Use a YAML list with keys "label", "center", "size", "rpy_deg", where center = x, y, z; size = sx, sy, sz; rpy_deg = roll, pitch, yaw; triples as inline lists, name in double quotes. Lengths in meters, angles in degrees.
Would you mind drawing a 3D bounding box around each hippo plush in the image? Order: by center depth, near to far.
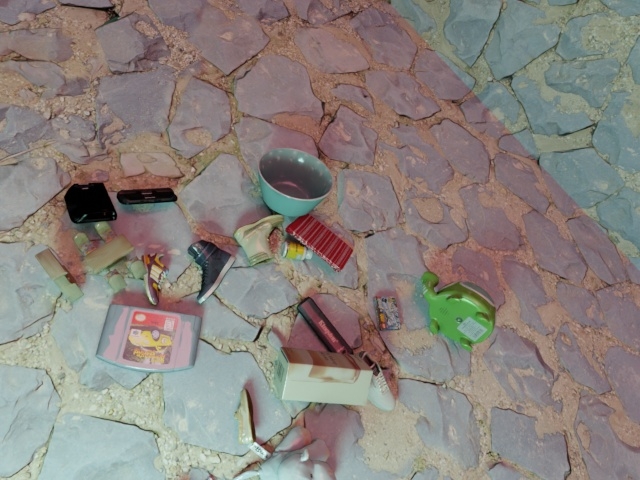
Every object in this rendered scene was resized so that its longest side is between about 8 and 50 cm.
- label: "hippo plush"
  center: [-0.062, 0.666, 1.310]
  size: [0.294, 0.236, 0.234]
  rpy_deg: [30, 57, -6]

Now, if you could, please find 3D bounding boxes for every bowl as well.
- label: "bowl"
  center: [-0.116, -0.216, 1.774]
  size: [0.312, 0.163, 0.311]
  rpy_deg: [12, 46, -12]

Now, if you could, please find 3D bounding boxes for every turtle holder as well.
- label: "turtle holder"
  center: [0.562, 0.275, 1.815]
  size: [0.320, 0.243, 0.227]
  rpy_deg: [11, 32, 28]

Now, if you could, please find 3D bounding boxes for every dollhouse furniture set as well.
- label: "dollhouse furniture set"
  center: [-0.713, 0.056, 1.370]
  size: [0.242, 0.161, 0.212]
  rpy_deg: [-38, 69, -27]

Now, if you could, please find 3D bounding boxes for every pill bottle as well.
- label: "pill bottle"
  center: [-0.092, 0.043, 1.729]
  size: [0.116, 0.065, 0.065]
  rpy_deg: [11, 60, -19]

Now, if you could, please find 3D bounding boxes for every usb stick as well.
- label: "usb stick"
  center: [0.016, 0.333, 1.635]
  size: [0.077, 0.045, 0.278]
  rpy_deg: [-34, 81, -34]

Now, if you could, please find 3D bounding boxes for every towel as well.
- label: "towel"
  center: [0.000, 0.000, 1.777]
  size: [0.275, 0.031, 0.199]
  rpy_deg: [39, 32, -1]

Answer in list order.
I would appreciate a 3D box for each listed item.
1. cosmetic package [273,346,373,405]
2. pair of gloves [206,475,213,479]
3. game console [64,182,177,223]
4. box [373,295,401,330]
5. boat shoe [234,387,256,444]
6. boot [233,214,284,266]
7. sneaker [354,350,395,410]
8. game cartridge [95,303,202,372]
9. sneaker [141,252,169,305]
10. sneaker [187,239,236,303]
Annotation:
- label: "cosmetic package"
  center: [0.006, 0.456, 1.481]
  size: [0.296, 0.153, 0.129]
  rpy_deg: [11, 93, -19]
- label: "pair of gloves"
  center: [-0.342, 0.786, 1.257]
  size: [0.159, 0.023, 0.198]
  rpy_deg: [-29, 79, -32]
- label: "game console"
  center: [-0.684, -0.141, 1.537]
  size: [0.361, 0.044, 0.213]
  rpy_deg: [-8, 38, -33]
- label: "box"
  center: [0.269, 0.294, 1.774]
  size: [0.094, 0.027, 0.137]
  rpy_deg: [5, 62, -23]
- label: "boat shoe"
  center: [-0.246, 0.558, 1.394]
  size: [0.059, 0.063, 0.170]
  rpy_deg: [-15, 54, 1]
- label: "boot"
  center: [-0.208, 0.000, 1.696]
  size: [0.213, 0.077, 0.165]
  rpy_deg: [-24, 74, -26]
- label: "sneaker"
  center: [0.199, 0.509, 1.592]
  size: [0.090, 0.095, 0.235]
  rpy_deg: [-31, 80, -34]
- label: "game cartridge"
  center: [-0.540, 0.318, 1.402]
  size: [0.294, 0.060, 0.196]
  rpy_deg: [11, 64, -17]
- label: "sneaker"
  center: [-0.552, 0.126, 1.485]
  size: [0.084, 0.069, 0.185]
  rpy_deg: [-11, 69, -21]
- label: "sneaker"
  center: [-0.414, 0.100, 1.539]
  size: [0.163, 0.086, 0.226]
  rpy_deg: [38, 45, -14]
